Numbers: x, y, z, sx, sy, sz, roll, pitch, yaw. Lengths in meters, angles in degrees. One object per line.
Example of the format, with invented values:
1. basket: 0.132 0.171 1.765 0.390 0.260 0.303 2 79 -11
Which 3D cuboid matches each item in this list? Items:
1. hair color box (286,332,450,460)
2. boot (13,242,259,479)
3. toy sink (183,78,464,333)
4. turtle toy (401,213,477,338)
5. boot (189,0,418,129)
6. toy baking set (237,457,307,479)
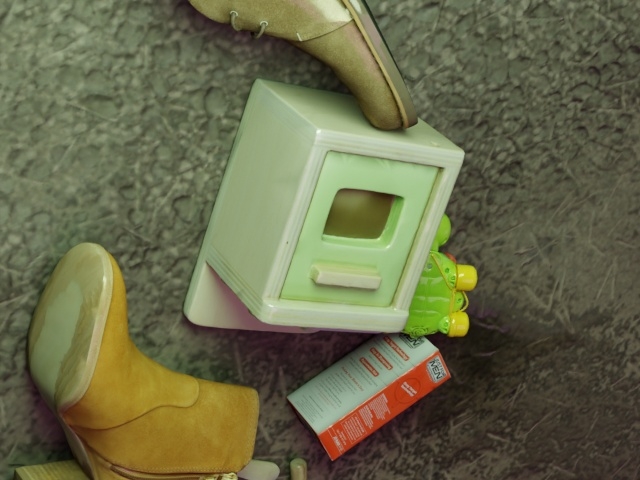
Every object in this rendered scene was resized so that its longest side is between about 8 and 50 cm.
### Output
1. hair color box: 0.046 0.141 1.377 0.141 0.072 0.043 -34 128 -9
2. boot: -0.145 0.131 1.247 0.211 0.104 0.295 -2 119 -35
3. toy sink: 0.000 0.000 1.230 0.153 0.131 0.234 7 112 -33
4. turtle toy: 0.096 0.032 1.346 0.095 0.066 0.130 5 114 -7
5. boot: -0.034 -0.191 1.113 0.115 0.112 0.305 -37 114 2
6. toy baking set: -0.090 0.290 1.407 0.197 0.030 0.256 -11 121 -25
